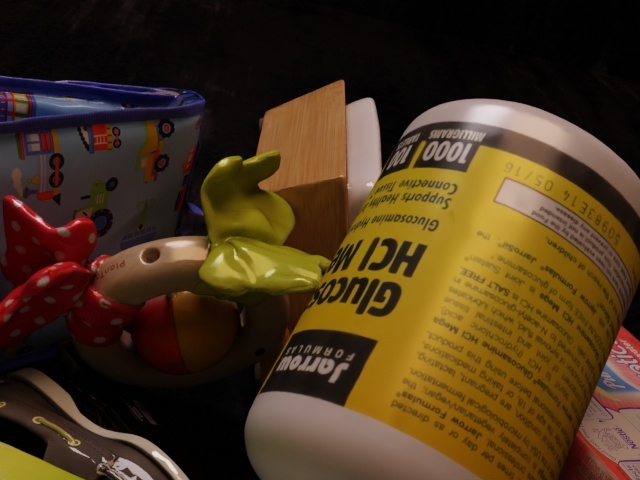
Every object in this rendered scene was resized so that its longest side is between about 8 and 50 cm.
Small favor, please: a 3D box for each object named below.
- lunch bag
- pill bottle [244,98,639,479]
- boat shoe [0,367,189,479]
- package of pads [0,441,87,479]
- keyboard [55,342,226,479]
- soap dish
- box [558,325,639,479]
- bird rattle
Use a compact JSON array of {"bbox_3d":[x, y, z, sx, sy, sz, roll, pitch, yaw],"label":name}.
[{"bbox_3d":[-0.216,-0.015,0.873,0.293,0.221,0.138,-5,30,-38],"label":"lunch bag"},{"bbox_3d":[0.070,0.090,0.679,0.188,0.188,0.334,22,65,16],"label":"pill bottle"},{"bbox_3d":[-0.163,0.158,0.703,0.228,0.081,0.069,23,26,36],"label":"boat shoe"},{"bbox_3d":[-0.218,0.208,0.521,0.229,0.101,0.296,21,23,11],"label":"package of pads"},{"bbox_3d":[-0.152,0.142,0.816,0.100,0.038,0.192,25,8,-46],"label":"keyboard"},{"bbox_3d":[0.000,0.000,0.991,0.118,0.228,0.291,-2,23,2],"label":"soap dish"},{"bbox_3d":[0.196,0.165,0.815,0.154,0.142,0.300,4,25,-25],"label":"box"},{"bbox_3d":[-0.114,0.052,0.786,0.254,0.207,0.143,-21,50,-5],"label":"bird rattle"}]
